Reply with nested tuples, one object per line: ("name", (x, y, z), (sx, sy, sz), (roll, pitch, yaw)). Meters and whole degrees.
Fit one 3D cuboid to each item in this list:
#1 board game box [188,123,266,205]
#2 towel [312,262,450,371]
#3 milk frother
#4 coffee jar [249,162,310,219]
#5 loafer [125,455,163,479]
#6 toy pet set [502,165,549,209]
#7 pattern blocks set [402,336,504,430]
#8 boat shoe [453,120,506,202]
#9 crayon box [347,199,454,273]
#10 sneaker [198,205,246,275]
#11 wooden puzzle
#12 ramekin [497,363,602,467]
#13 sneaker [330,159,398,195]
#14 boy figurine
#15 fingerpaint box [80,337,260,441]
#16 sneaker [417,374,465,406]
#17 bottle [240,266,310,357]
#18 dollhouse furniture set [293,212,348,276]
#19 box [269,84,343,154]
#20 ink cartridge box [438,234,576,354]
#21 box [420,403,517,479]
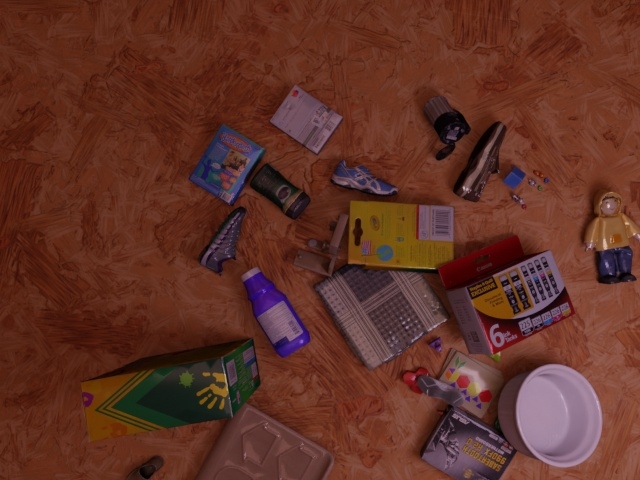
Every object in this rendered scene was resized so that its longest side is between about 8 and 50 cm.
("board game box", (-0.294, -0.239, 1.980), (0.160, 0.047, 0.210), (32, 89, 6))
("towel", (0.189, 0.195, 1.927), (0.312, 0.056, 0.324), (-33, 83, -2))
("milk frother", (0.372, -0.341, 1.924), (0.143, 0.129, 0.135), (-45, 46, 28))
("coffee jar", (-0.123, -0.151, 1.947), (0.184, 0.079, 0.096), (40, 86, 6))
("loafer", (-0.554, 0.723, 1.933), (0.148, 0.050, 0.056), (-43, 85, 0))
("toy pet set", (0.625, -0.176, 1.907), (0.114, 0.065, 0.122), (39, 89, 5))
("pattern blocks set", (0.446, 0.430, 1.897), (0.325, 0.026, 0.285), (41, 92, 5))
("boat shoe", (0.508, -0.235, 1.915), (0.095, 0.095, 0.258), (29, 95, -9))
("crayon box", (0.238, -0.011, 1.882), (0.318, 0.081, 0.202), (4, 78, -4))
("sneaker", (-0.285, 0.001, 1.963), (0.098, 0.083, 0.224), (37, 92, -18))
("wooden puzzle", (-0.173, 0.706, 1.901), (0.347, 0.080, 0.322), (29, 88, 10))
("ramekin", (0.647, 0.498, 1.790), (0.277, 0.135, 0.277), (4, 75, -15))
("sneaker", (0.140, -0.188, 1.932), (0.211, 0.080, 0.081), (16, 91, 3))
("boy figurine", (0.879, -0.016, 1.869), (0.177, 0.092, 0.285), (-5, 89, 6))
("fingerpaint box", (-0.390, 0.404, 1.746), (0.370, 0.445, 0.163), (-10, 86, 2))
("sneaker", (0.360, 0.448, 1.866), (0.152, 0.061, 0.054), (24, 98, 24))
("bottle", (-0.146, 0.215, 1.918), (0.118, 0.092, 0.283), (-33, 85, 0))
("dollhouse furniture set", (0.000, 0.000, 1.888), (0.123, 0.151, 0.144), (17, 63, 5))
("box", (-0.044, -0.380, 1.978), (0.186, 0.038, 0.145), (35, 89, 4))
("ink cartridge box", (0.533, 0.146, 1.804), (0.309, 0.130, 0.272), (-21, 88, -20))
("box", (0.440, 0.620, 1.856), (0.231, 0.056, 0.183), (30, 96, 2))
